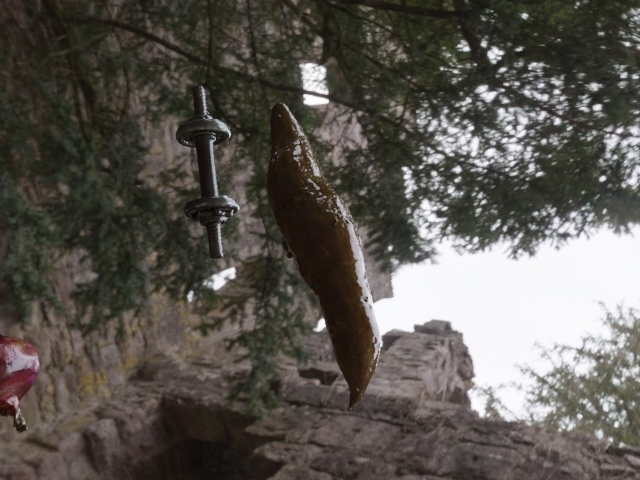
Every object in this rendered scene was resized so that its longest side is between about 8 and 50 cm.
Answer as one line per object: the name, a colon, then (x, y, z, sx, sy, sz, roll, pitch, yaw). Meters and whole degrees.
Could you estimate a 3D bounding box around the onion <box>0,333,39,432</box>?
onion: (-0.468, 0.225, 0.913, 0.140, 0.150, 0.150, 33, -61, 17)

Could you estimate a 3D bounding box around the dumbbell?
dumbbell: (-0.162, -0.099, 0.884, 0.081, 0.081, 0.254, -15, -102, 36)

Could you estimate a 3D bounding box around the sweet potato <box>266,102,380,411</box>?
sweet potato: (0.000, 0.000, 0.507, 0.067, 0.067, 0.274, -38, -123, 35)
